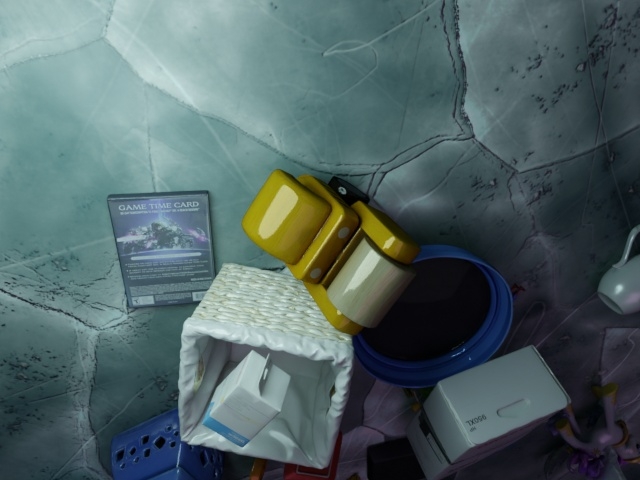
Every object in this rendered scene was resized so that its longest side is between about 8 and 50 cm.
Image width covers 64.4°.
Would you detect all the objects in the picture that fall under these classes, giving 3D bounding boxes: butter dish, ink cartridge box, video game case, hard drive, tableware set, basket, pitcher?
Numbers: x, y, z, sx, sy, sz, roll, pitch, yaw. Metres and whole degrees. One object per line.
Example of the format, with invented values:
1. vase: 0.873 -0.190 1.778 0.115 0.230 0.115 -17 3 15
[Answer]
1. butter dish: -0.035 0.606 1.462 0.160 0.118 0.160 17 76 -19
2. ink cartridge box: 0.413 0.461 1.327 0.285 0.166 0.395 -17 147 -16
3. video game case: -0.329 0.024 1.088 0.195 0.026 0.275 -4 121 -10
4. hard drive: 0.276 0.704 1.619 0.254 0.054 0.172 -8 123 -8
5. ink cartridge box: -0.125 0.275 0.900 0.089 0.092 0.143 37 117 -11
6. tableware set: 0.219 0.394 1.359 0.024 0.154 0.104 -28 121 -8
7. basket: -0.102 0.258 1.092 0.330 0.266 0.329 11 120 2
8. pitcher: 0.817 0.076 1.324 0.207 0.125 0.178 -43 100 3

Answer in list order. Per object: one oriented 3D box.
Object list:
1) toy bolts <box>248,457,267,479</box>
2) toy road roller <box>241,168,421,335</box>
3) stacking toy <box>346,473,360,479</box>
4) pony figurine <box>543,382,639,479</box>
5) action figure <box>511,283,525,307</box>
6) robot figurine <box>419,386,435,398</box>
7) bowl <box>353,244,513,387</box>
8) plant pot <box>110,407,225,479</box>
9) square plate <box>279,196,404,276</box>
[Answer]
1. toy bolts: -0.263 0.724 1.480 0.158 0.218 0.229 16 141 8
2. toy road roller: 0.000 0.000 0.964 0.240 0.329 0.203 20 111 -40
3. stacking toy: 0.097 0.875 1.692 0.221 0.052 0.167 -42 118 16
4. pony figurine: 0.867 0.655 1.617 0.351 0.303 0.364 -37 107 1
5. action figure: 0.496 0.169 1.355 0.038 0.030 0.115 19 118 -27
6. robot figurine: 0.343 0.422 1.452 0.115 0.067 0.101 0 123 -13
7. bowl: 0.254 0.182 1.206 0.390 0.077 0.392 -3 121 -5
8. plant pot: -0.399 0.615 1.326 0.235 0.212 0.236 -24 123 4
9. square plate: 0.095 0.116 1.222 0.347 0.049 0.344 -41 120 14
